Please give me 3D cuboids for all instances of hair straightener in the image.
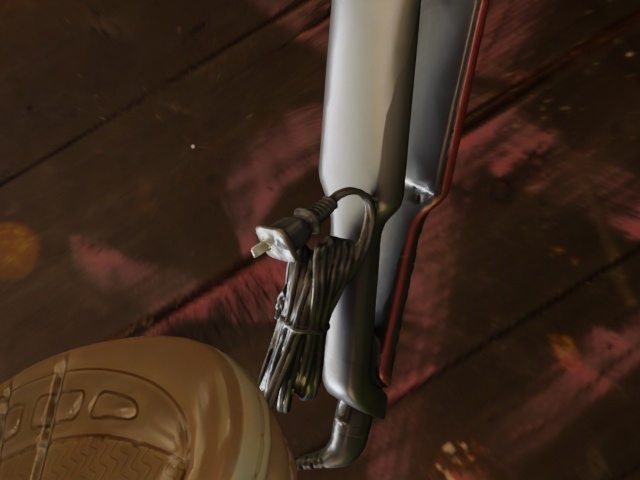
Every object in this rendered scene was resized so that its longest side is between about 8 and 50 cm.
[{"bbox_3d":[0.000,0.000,0.567,0.089,0.047,0.230,-9,-58,-45],"label":"hair straightener"}]

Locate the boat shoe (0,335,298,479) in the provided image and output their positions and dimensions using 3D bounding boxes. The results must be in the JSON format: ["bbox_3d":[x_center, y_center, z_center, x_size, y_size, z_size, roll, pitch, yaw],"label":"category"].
[{"bbox_3d":[-0.112,0.146,0.551,0.110,0.121,0.341,33,-49,-27],"label":"boat shoe"}]
